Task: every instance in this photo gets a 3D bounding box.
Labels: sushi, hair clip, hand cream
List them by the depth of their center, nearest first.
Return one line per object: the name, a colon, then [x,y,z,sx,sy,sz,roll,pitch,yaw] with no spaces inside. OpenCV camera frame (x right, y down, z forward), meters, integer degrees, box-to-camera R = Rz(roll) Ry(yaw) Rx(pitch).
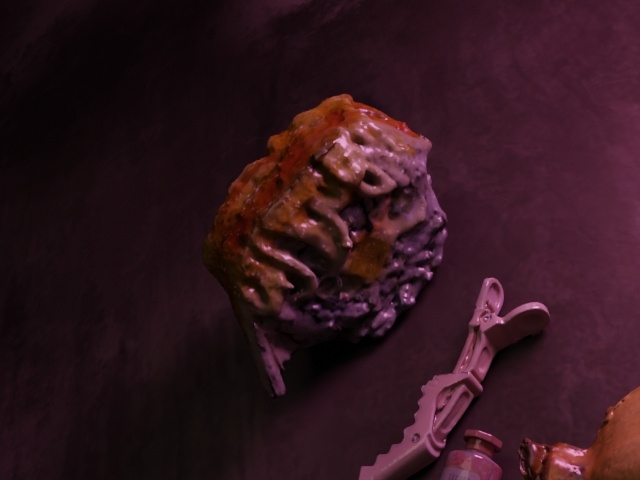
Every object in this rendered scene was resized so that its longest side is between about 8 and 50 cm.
hand cream: [0.089,0.241,0.762,0.067,0.043,0.210,0,57,44]
hair clip: [0.111,0.130,0.858,0.072,0.034,0.226,17,65,48]
sushi: [0.000,0.000,0.974,0.274,0.184,0.139,-48,32,-3]

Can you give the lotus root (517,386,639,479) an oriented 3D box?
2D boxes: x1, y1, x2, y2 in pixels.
lotus root: [0.274,0.141,0.621,0.303,0.131,0.146,-17,19,28]
